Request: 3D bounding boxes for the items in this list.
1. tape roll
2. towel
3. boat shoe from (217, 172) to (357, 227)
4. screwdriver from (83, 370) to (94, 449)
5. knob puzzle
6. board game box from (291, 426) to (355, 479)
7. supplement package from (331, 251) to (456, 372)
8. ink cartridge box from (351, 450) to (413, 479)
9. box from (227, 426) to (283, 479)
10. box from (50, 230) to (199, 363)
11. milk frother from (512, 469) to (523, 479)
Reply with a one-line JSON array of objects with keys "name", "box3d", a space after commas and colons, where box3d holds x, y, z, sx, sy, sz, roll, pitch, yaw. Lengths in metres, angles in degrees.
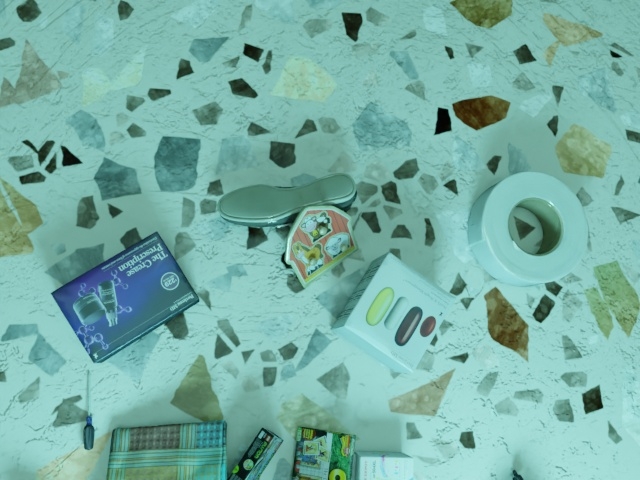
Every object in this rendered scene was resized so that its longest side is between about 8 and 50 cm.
[{"name": "tape roll", "box3d": [0.521, -0.027, 1.654, 0.286, 0.100, 0.286, 2, 80, -10]}, {"name": "towel", "box3d": [-0.324, 0.566, 1.347, 0.271, 0.040, 0.370, -6, 63, 5]}, {"name": "boat shoe", "box3d": [-0.075, -0.079, 1.566, 0.335, 0.096, 0.112, -11, 59, -7]}, {"name": "screwdriver", "box3d": [-0.511, 0.374, 1.443, 0.024, 0.025, 0.170, -2, 81, -10]}, {"name": "knob puzzle", "box3d": [0.000, 0.000, 1.533, 0.213, 0.030, 0.213, -15, 122, -26]}, {"name": "board game box", "box3d": [-0.001, 0.561, 1.469, 0.136, 0.030, 0.260, 3, 78, 17]}, {"name": "supplement package", "box3d": [0.167, 0.172, 1.532, 0.194, 0.149, 0.203, 33, 75, -3]}, {"name": "ink cartridge box", "box3d": [0.130, 0.534, 1.493, 0.143, 0.090, 0.092, 4, 80, -10]}, {"name": "box", "box3d": [-0.162, 0.511, 1.432, 0.036, 0.114, 0.207, 31, 76, 18]}, {"name": "box", "box3d": [-0.429, 0.128, 1.463, 0.261, 0.103, 0.184, -33, 90, -14]}, {"name": "milk frother", "box3d": [0.439, 0.634, 1.537, 0.134, 0.129, 0.143, -12, 40, -12]}]
